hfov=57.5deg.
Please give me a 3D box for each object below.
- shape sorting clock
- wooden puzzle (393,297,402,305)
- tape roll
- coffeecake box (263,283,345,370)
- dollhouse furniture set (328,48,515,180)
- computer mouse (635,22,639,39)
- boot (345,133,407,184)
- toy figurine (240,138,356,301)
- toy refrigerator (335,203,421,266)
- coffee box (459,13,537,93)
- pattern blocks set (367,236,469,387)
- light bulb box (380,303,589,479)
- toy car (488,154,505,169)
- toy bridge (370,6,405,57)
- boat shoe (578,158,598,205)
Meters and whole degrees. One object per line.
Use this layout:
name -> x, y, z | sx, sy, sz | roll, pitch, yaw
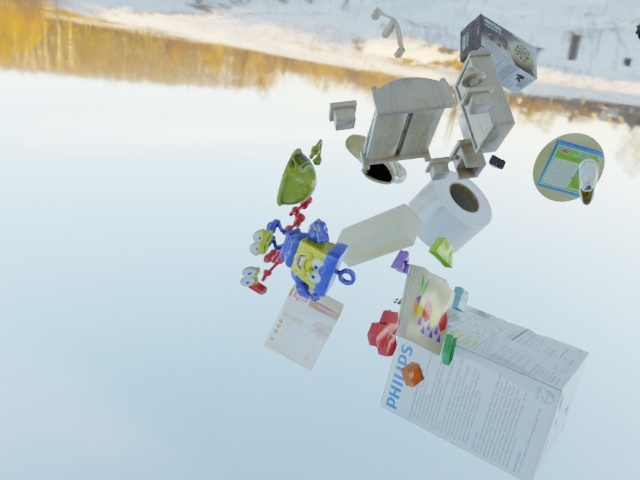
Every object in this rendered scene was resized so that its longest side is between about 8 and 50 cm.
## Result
shape sorting clock -> 0.707, -0.207, 1.665 | 0.206, 0.206, 0.040 | 7, -151, -6
wooden puzzle -> 0.289, 0.205, 1.963 | 0.083, 0.006, 0.049 | 9, -147, 38
tape roll -> 0.446, -0.099, 2.022 | 0.246, 0.169, 0.246 | 19, -132, -22
coffeecake box -> -0.042, 0.220, 1.518 | 0.142, 0.186, 0.068 | 28, -165, 4
dollhouse furniture set -> 0.170, -0.246, 1.153 | 0.355, 0.174, 0.303 | -8, 158, -7
computer mouse -> 0.746, -0.334, 1.157 | 0.183, 0.060, 0.262 | -2, -133, -31
boot -> 0.172, -0.284, 2.038 | 0.262, 0.095, 0.203 | 41, -159, 10
toy figurine -> 0.000, 0.000, 1.220 | 0.217, 0.363, 0.191 | 32, -146, 16
toy refrigerator -> 0.173, -0.009, 1.789 | 0.269, 0.094, 0.102 | -22, -147, 43
coffee box -> 0.694, -0.724, 2.273 | 0.297, 0.168, 0.119 | 21, 150, -22
pattern blocks set -> 0.199, 0.132, 1.108 | 0.026, 0.286, 0.325 | 7, 155, 37
light bulb box -> 0.394, 0.326, 1.379 | 0.360, 0.226, 0.357 | 21, -166, 31
toy car -> 0.597, -0.300, 1.976 | 0.060, 0.122, 0.040 | 8, 173, -8
toy bridge -> 0.215, -0.657, 1.809 | 0.026, 0.063, 0.188 | -10, -115, -34
boat shoe -> 0.509, -0.109, 1.110 | 0.035, 0.100, 0.035 | 1, -135, 17
